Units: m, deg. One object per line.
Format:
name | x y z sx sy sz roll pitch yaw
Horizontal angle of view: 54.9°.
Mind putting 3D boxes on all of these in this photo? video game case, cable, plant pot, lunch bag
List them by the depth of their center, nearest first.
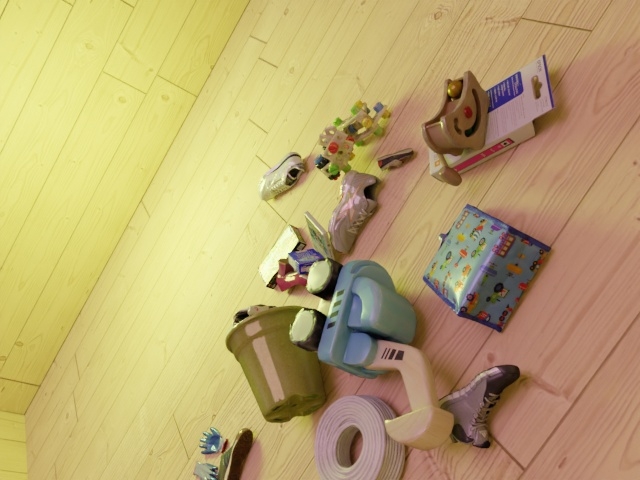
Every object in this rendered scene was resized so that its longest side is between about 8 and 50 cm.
lunch bag | 0.349 0.041 1.444 0.220 0.138 0.293 -62 25 10
cable | 0.092 0.507 1.515 0.257 0.089 0.257 -20 55 46
plant pot | -0.105 0.364 1.749 0.276 0.276 0.253 -43 52 29
video game case | 0.000 0.000 1.922 0.019 0.143 0.157 -24 35 -12

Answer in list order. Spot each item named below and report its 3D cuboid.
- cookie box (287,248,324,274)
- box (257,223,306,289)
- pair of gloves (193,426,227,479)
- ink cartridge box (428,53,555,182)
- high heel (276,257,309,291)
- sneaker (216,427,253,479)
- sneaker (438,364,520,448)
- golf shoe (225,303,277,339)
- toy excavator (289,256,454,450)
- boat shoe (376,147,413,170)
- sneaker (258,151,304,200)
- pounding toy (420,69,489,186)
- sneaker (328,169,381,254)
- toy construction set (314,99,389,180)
cookie box | -0.043 0.066 1.949 0.107 0.092 0.040 -139 42 -61
box | -0.136 0.057 2.139 0.207 0.036 0.114 -54 36 16
pair of gloves | -0.373 0.729 2.058 0.159 0.023 0.198 -6 65 52
ink cartridge box | 0.434 -0.303 1.578 0.371 0.069 0.175 -30 47 44
high heel | -0.058 0.142 1.976 0.244 0.082 0.117 17 117 41
sneaker | -0.278 0.671 1.927 0.086 0.064 0.192 11 82 50
sneaker | 0.347 0.359 1.288 0.228 0.086 0.132 -49 42 40
golf shoe | -0.260 0.279 2.099 0.273 0.120 0.105 -36 46 38
toy excavator | 0.140 0.246 1.473 0.445 0.222 0.432 -9 58 50
boat shoe | 0.226 -0.241 1.838 0.137 0.049 0.043 -13 102 46
sneaker | -0.148 -0.221 2.289 0.235 0.090 0.094 -47 48 27
pounding toy | 0.308 -0.282 1.545 0.155 0.154 0.269 -11 61 50
sneaker | 0.109 -0.084 1.857 0.121 0.099 0.262 9 85 37
toy construction set | 0.084 -0.309 1.911 0.215 0.151 0.327 -33 10 37
